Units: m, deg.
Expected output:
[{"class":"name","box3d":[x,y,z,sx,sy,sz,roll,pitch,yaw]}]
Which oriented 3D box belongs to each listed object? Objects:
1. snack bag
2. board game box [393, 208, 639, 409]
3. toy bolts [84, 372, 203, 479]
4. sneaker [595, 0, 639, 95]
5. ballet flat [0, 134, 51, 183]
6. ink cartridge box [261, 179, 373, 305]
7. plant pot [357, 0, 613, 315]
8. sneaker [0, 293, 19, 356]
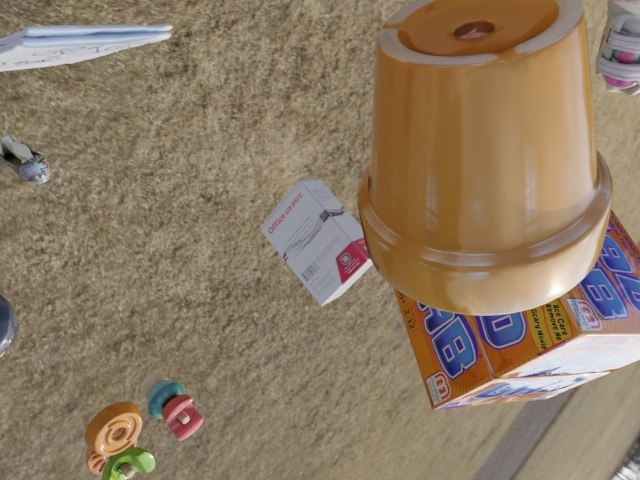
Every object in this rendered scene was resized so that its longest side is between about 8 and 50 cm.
[{"class":"snack bag","box3d":[-0.514,-0.369,0.918,0.323,0.342,0.037,-40,125,-52]},{"class":"board game box","box3d":[0.413,0.109,0.990,0.356,0.357,0.356,6,142,-29]},{"class":"toy bolts","box3d":[-0.383,0.353,0.973,0.228,0.158,0.219,-32,132,-34]},{"class":"sneaker","box3d":[0.441,-0.272,0.654,0.252,0.102,0.111,11,106,-53]},{"class":"ballet flat","box3d":[-0.369,-0.107,0.579,0.041,0.114,0.041,-39,144,-37]},{"class":"ink cartridge box","box3d":[0.000,0.000,0.696,0.109,0.150,0.063,-47,165,29]},{"class":"plant pot","box3d":[0.121,-0.079,0.371,0.205,0.205,0.188,-38,137,-20]},{"class":"sneaker","box3d":[-0.384,0.035,0.341,0.299,0.121,0.111,23,61,-31]}]
